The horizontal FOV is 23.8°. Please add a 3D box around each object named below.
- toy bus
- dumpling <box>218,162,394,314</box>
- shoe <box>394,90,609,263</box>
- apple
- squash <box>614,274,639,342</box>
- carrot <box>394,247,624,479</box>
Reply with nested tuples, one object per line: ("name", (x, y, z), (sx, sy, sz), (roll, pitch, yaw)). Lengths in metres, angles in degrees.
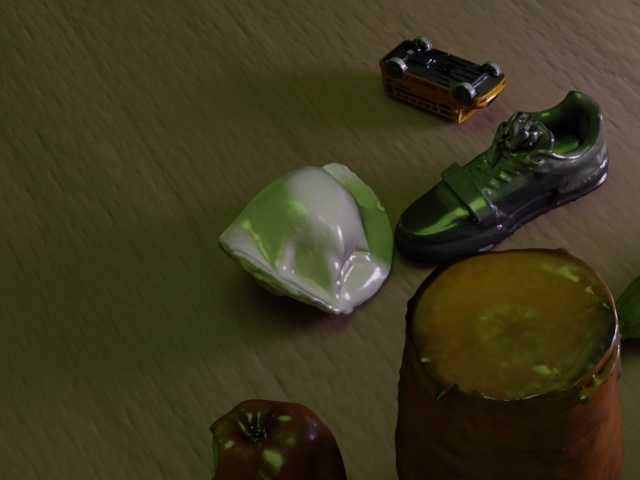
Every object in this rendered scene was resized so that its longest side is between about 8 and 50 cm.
("toy bus", (0.158, -0.203, 1.966), (0.162, 0.074, 0.069), (25, 49, 31))
("dumpling", (0.000, 0.000, 1.792), (0.179, 0.131, 0.252), (37, 38, 12))
("shoe", (0.214, -0.088, 1.803), (0.293, 0.149, 0.109), (-25, 50, -15))
("apple", (-0.042, 0.243, 1.534), (0.147, 0.158, 0.156), (14, 47, 18))
("squash", (0.430, 0.036, 1.692), (0.341, 0.094, 0.094), (-34, 52, -15))
("carrot", (0.177, 0.169, 1.442), (0.224, 0.340, 0.224), (-4, 48, 5))
